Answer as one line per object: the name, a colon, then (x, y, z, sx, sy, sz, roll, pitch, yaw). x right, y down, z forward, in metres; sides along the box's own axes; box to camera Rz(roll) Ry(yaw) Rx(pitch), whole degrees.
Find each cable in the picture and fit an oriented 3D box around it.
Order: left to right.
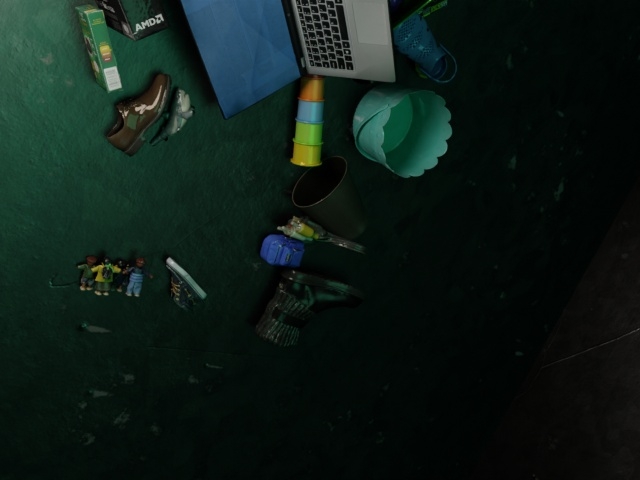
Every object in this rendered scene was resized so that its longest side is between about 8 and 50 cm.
cable: (0.000, 0.000, 2.043, 0.287, 0.139, 0.072, 27, 74, -23)

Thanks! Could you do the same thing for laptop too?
laptop: (-0.057, -0.479, 1.571, 0.382, 0.407, 0.236, 74, 34, -51)

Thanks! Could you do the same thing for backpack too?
backpack: (-0.117, 0.032, 2.039, 0.120, 0.101, 0.098, 10, 102, -32)

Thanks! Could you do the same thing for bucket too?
bucket: (0.245, -0.347, 2.037, 0.281, 0.183, 0.281, -15, 120, -27)

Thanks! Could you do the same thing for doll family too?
doll family: (-0.554, 0.090, 1.790, 0.193, 0.076, 0.111, 5, 106, -41)

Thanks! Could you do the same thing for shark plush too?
shark plush: (-0.389, -0.316, 1.723, 0.067, 0.073, 0.161, 36, 112, -22)

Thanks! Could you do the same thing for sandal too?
sandal: (0.314, -0.569, 1.969, 0.126, 0.138, 0.317, -51, 139, 13)

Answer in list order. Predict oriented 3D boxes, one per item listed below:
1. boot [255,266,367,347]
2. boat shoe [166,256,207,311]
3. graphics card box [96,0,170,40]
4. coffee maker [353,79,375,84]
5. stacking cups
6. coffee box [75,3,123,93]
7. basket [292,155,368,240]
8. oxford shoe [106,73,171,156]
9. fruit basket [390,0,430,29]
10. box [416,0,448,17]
boot: (-0.030, 0.235, 2.177, 0.348, 0.131, 0.260, 17, 96, -28)
boat shoe: (-0.407, 0.132, 1.912, 0.083, 0.065, 0.183, -43, 131, -11)
graphics card box: (-0.454, -0.622, 1.381, 0.094, 0.233, 0.371, -29, 126, -20)
coffee maker: (0.112, -0.545, 1.903, 0.171, 0.120, 0.178, -19, 125, 4)
stacking cups: (-0.031, -0.378, 1.905, 0.096, 0.096, 0.316, -8, 112, -31)
coffee box: (-0.507, -0.440, 1.518, 0.040, 0.113, 0.184, -22, 122, -23)
basket: (0.046, -0.112, 2.047, 0.204, 0.154, 0.227, -47, 134, -10)
oxford shoe: (-0.450, -0.325, 1.638, 0.096, 0.083, 0.227, 32, 92, -36)
fruit basket: (0.164, -0.681, 1.603, 0.392, 0.392, 0.283, -37, 96, -14)
box: (0.295, -0.741, 1.931, 0.190, 0.045, 0.184, -31, 145, -17)
